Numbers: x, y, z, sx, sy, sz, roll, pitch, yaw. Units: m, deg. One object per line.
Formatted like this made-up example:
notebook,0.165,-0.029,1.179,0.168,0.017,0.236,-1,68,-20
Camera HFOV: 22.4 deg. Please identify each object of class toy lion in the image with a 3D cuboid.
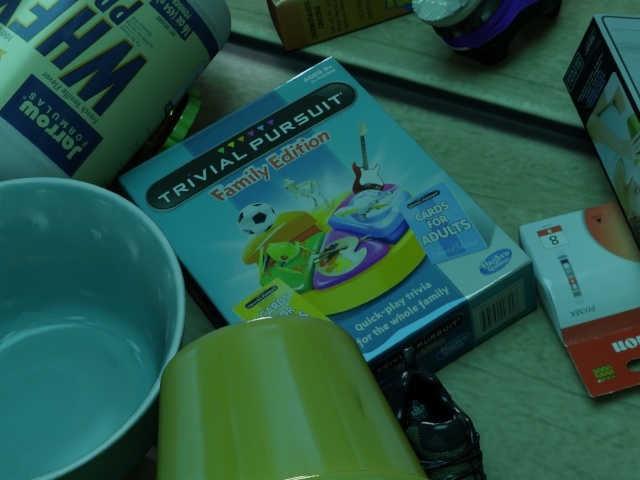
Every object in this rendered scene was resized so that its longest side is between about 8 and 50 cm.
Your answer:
toy lion,-0.146,-0.119,1.635,0.034,0.096,0.100,30,54,-15

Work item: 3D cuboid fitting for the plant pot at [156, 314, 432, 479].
plant pot,-0.024,0.199,1.239,0.254,0.254,0.239,-14,57,0

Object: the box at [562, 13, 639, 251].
box,0.350,-0.076,1.470,0.169,0.087,0.290,2,48,-19

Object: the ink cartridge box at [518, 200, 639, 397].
ink cartridge box,0.273,0.043,1.446,0.145,0.045,0.179,-15,47,-8

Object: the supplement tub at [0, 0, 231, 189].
supplement tub,-0.268,-0.161,1.576,0.235,0.235,0.325,33,80,31

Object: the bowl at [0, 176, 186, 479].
bowl,-0.254,0.116,1.419,0.311,0.163,0.312,-5,54,6

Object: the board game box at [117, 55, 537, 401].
board game box,0.000,0.000,1.521,0.253,0.079,0.336,-31,53,-14

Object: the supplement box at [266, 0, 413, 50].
supplement box,0.057,-0.286,1.738,0.233,0.078,0.080,-21,51,-4

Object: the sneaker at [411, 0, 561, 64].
sneaker,0.213,-0.309,1.679,0.102,0.146,0.293,23,76,49

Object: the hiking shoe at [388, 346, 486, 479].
hiking shoe,0.098,0.200,1.319,0.086,0.114,0.227,-20,51,-4
